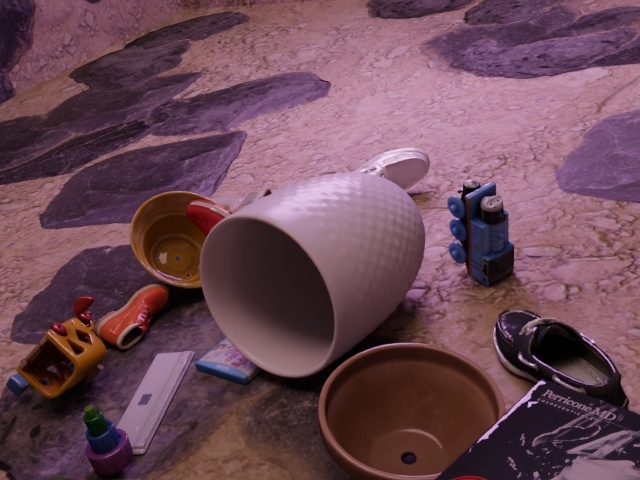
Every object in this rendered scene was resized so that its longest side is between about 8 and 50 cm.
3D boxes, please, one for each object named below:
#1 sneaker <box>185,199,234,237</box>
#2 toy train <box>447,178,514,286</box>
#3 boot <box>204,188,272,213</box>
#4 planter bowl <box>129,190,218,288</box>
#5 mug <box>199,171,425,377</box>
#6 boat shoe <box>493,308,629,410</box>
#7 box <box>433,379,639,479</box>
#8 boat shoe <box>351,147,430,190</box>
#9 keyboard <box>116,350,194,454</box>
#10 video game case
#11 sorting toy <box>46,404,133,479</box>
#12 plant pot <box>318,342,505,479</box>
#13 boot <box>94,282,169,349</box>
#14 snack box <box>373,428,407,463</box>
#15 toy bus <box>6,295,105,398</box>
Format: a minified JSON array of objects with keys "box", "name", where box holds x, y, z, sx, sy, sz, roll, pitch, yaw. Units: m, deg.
[{"box":[-0.187,0.019,1.773,0.221,0.087,0.128,28,67,18],"name":"sneaker"},{"box":[0.274,-0.016,1.593,0.080,0.184,0.105,-29,41,-27],"name":"toy train"},{"box":[-0.206,-0.046,1.995,0.165,0.077,0.213,-3,24,20],"name":"boot"},{"box":[-0.273,0.017,1.847,0.217,0.090,0.217,10,57,-15],"name":"planter bowl"},{"box":[-0.023,0.027,1.563,0.374,0.276,0.328,2,23,40],"name":"mug"},{"box":[0.334,0.158,1.325,0.114,0.091,0.302,-22,28,-14],"name":"boat shoe"},{"box":[0.278,0.335,0.925,0.313,0.178,0.343,-33,32,-34],"name":"box"},{"box":[0.102,-0.104,1.940,0.277,0.098,0.096,-23,27,4],"name":"boat shoe"},{"box":[-0.275,0.259,1.525,0.072,0.014,0.256,-11,27,18],"name":"keyboard"},{"box":[-0.116,0.178,1.593,0.119,0.015,0.166,10,36,39],"name":"video game case"},{"box":[-0.411,0.354,1.278,0.127,0.126,0.365,9,38,39],"name":"sorting toy"},{"box":[0.117,0.250,1.215,0.238,0.109,0.237,-2,37,2],"name":"plant pot"},{"box":[-0.329,0.142,1.728,0.158,0.059,0.085,-40,39,-26],"name":"boot"},{"box":[0.105,0.255,1.330,0.064,0.022,0.178,9,35,36],"name":"snack box"},{"box":[-0.423,0.197,1.607,0.202,0.104,0.191,-45,-3,-31],"name":"toy bus"}]
